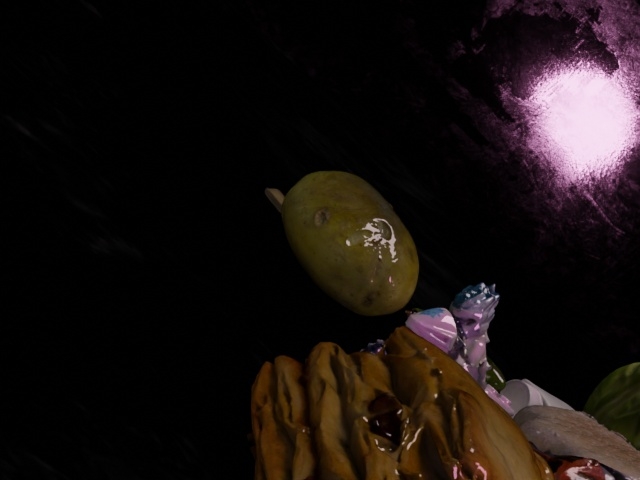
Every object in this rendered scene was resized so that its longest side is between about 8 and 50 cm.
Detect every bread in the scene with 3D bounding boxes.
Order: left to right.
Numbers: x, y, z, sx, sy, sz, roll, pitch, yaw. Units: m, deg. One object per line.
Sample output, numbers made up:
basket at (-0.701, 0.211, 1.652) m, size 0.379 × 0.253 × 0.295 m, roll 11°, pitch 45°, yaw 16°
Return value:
bread at (0.116, 0.238, 1.158) m, size 0.370 × 0.191 × 0.314 m, roll 40°, pitch 11°, yaw -22°
bread at (0.366, 0.322, 1.812) m, size 0.183 × 0.102 × 0.337 m, roll 11°, pitch 12°, yaw -35°

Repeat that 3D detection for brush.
brush at (0.000, 0.000, 2.001) m, size 0.248 × 0.036 × 0.043 m, roll 50°, pitch 9°, yaw 29°

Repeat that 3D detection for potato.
potato at (0.044, 0.000, 1.868) m, size 0.197 × 0.148 × 0.228 m, roll 43°, pitch 16°, yaw -27°

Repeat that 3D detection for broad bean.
broad bean at (0.215, 0.171, 2.095) m, size 0.195 × 0.046 × 0.061 m, roll 40°, pitch 23°, yaw 8°

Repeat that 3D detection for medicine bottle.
medicine bottle at (0.354, 0.281, 2.118) m, size 0.183 × 0.069 × 0.119 m, roll 34°, pitch 16°, yaw -44°

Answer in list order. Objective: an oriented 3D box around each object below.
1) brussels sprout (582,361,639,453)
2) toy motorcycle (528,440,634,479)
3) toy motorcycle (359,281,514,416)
brussels sprout at (0.554, 0.308, 1.964) m, size 0.281 × 0.354 × 0.289 m, roll 29°, pitch 26°, yaw -18°
toy motorcycle at (0.326, 0.351, 1.566) m, size 0.207 × 0.134 × 0.401 m, roll 14°, pitch -27°, yaw 38°
toy motorcycle at (0.173, 0.149, 1.634) m, size 0.108 × 0.204 × 0.239 m, roll 39°, pitch 2°, yaw 43°
